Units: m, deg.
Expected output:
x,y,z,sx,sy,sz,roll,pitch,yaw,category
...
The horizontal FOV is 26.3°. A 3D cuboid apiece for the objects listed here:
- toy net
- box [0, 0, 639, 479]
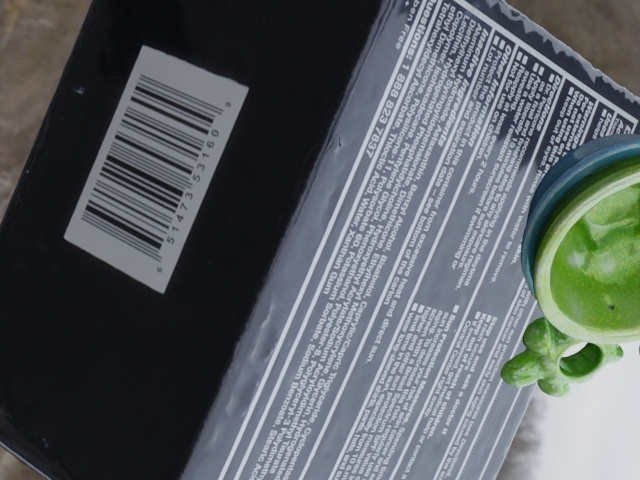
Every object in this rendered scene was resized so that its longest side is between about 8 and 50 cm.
x,y,z,sx,sy,sz,roll,pitch,yaw,category
0.173,-0.003,0.446,0.045,0.232,0.122,-111,-169,-52,toy net
0.000,0.000,0.742,0.294,0.182,0.296,19,96,-54,box
